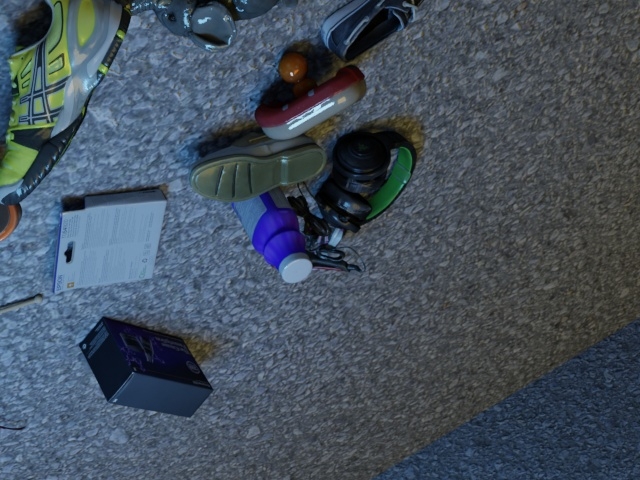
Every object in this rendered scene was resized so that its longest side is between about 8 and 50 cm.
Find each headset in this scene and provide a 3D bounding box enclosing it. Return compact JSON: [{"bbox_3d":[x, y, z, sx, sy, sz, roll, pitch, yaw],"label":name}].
[{"bbox_3d":[0.085,-0.108,2.127,0.394,0.185,0.243,-16,140,-42],"label":"headset"}]

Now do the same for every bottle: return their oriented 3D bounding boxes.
[{"bbox_3d":[-0.100,-0.030,1.978,0.092,0.283,0.118,-1,130,-30],"label":"bottle"}]

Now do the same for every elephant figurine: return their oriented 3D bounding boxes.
[{"bbox_3d":[-0.200,-0.407,1.625,0.239,0.186,0.169,-38,178,19],"label":"elephant figurine"}]

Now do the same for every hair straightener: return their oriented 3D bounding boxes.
[{"bbox_3d":[-0.006,0.040,2.226,0.230,0.047,0.089,10,140,7],"label":"hair straightener"}]

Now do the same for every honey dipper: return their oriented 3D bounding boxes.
[{"bbox_3d":[-0.648,0.142,1.940,0.160,0.030,0.030,-19,140,-26],"label":"honey dipper"}]

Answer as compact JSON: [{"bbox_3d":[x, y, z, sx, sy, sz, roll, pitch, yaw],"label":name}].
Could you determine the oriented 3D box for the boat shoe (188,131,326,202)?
[{"bbox_3d":[-0.142,-0.160,1.954,0.302,0.103,0.113,-11,132,-29],"label":"boat shoe"}]

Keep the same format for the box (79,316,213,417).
[{"bbox_3d":[-0.397,0.295,2.176,0.103,0.184,0.261,-47,143,15],"label":"box"}]

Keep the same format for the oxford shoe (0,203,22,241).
[{"bbox_3d":[-0.702,-0.006,1.654,0.363,0.133,0.130,-10,94,-6],"label":"oxford shoe"}]

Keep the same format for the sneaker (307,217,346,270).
[{"bbox_3d":[0.000,0.000,2.283,0.072,0.077,0.178,-56,-179,-43],"label":"sneaker"}]

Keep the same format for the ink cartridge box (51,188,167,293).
[{"bbox_3d":[-0.439,0.001,1.939,0.224,0.045,0.223,-8,135,-31],"label":"ink cartridge box"}]

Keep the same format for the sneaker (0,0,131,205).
[{"bbox_3d":[-0.458,-0.240,1.568,0.147,0.145,0.385,28,94,-15],"label":"sneaker"}]

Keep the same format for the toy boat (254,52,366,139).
[{"bbox_3d":[-0.033,-0.300,1.873,0.231,0.151,0.151,-27,-173,21],"label":"toy boat"}]

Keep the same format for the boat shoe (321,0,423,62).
[{"bbox_3d":[0.145,-0.459,1.862,0.301,0.102,0.108,-35,143,-2],"label":"boat shoe"}]

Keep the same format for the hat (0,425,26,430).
[{"bbox_3d":[-0.798,0.396,2.098,0.173,0.183,0.208,-24,103,2],"label":"hat"}]
